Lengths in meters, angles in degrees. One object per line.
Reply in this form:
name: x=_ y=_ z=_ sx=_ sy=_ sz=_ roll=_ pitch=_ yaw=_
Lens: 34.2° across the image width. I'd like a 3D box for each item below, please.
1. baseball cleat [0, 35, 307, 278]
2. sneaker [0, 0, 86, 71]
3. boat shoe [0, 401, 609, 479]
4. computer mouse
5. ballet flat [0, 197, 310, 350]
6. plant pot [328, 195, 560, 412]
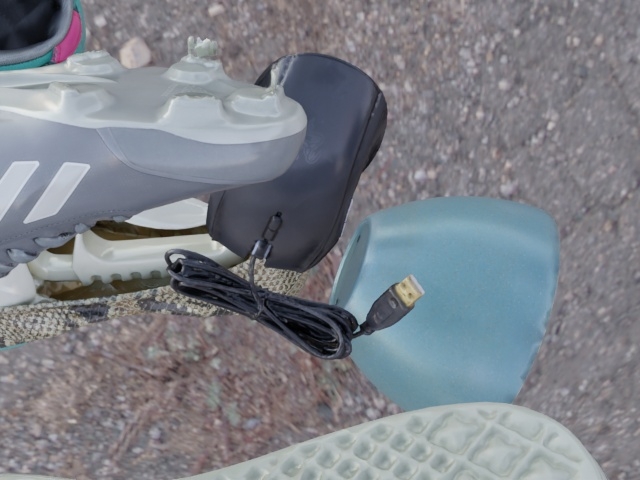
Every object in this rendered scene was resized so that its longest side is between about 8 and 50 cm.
baseball cleat: x=-0.105 y=-0.012 z=0.356 sx=0.206 sy=0.072 sz=0.109 roll=3 pitch=113 yaw=10
sneaker: x=-0.251 y=-0.145 z=0.530 sx=0.296 sy=0.178 sz=0.123 roll=19 pitch=69 yaw=-23
boat shoe: x=-0.090 y=0.214 z=0.551 sx=0.501 sy=0.156 sz=0.186 roll=-12 pitch=41 yaw=5
computer mouse: x=0.000 y=0.000 z=0.737 sx=0.184 sy=0.262 sz=0.060 roll=26 pitch=43 yaw=-9
ballet flat: x=-0.254 y=0.014 z=1.150 sx=0.483 sy=0.182 sz=0.164 roll=-6 pitch=56 yaw=2
plant pot: x=0.122 y=0.067 z=1.219 sx=0.196 sy=0.290 sz=0.290 roll=20 pitch=76 yaw=-9
